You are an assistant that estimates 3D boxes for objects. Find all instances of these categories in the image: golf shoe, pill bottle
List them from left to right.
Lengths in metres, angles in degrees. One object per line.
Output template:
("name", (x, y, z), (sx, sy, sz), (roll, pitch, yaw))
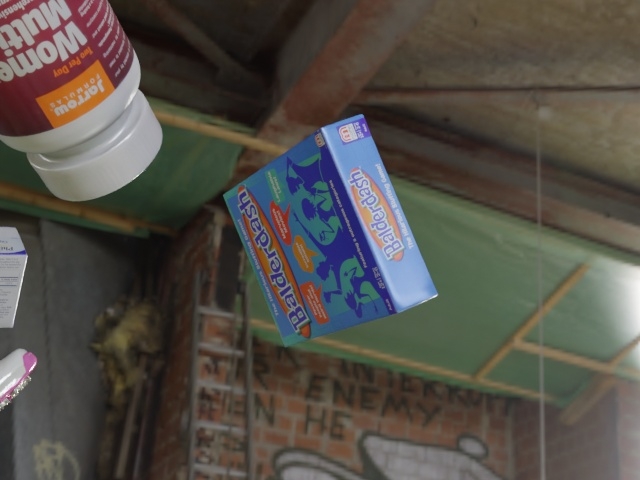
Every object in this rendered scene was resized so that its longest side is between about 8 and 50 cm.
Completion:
("golf shoe", (-0.565, 0.243, 1.557), (0.140, 0.306, 0.115), (52, -11, -3))
("pill bottle", (-0.204, -0.141, 0.759), (0.121, 0.121, 0.221), (-7, -47, 22))

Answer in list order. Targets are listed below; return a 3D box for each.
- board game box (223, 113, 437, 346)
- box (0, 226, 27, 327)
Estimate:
("board game box", (0.000, 0.000, 0.924), (0.047, 0.160, 0.210), (-22, -3, -29))
("box", (-0.494, 0.052, 1.493), (0.126, 0.072, 0.137), (1, -54, -30))
